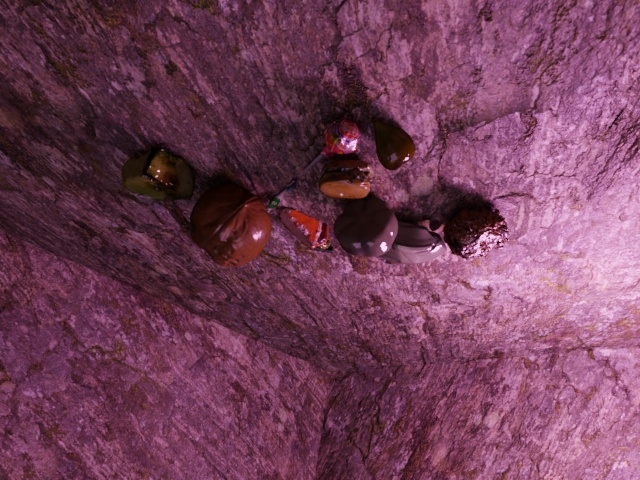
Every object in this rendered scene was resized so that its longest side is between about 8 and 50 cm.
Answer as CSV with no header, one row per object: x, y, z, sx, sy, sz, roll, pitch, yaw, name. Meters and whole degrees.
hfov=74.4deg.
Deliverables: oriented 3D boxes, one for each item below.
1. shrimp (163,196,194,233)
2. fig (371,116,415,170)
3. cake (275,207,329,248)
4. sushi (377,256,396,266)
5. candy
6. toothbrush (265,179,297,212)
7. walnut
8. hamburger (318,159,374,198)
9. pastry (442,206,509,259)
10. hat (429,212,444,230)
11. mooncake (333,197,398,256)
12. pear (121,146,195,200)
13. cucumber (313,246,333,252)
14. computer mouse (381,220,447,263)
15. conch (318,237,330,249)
-0.589,-0.103,1.751,0.190,0.042,0.101,52,153,-3,shrimp
0.227,-0.318,1.420,0.185,0.126,0.133,24,160,-27,fig
-0.092,-0.059,1.969,0.288,0.135,0.098,27,161,-10,cake
0.361,0.076,2.097,0.231,0.047,0.220,33,143,-32,sushi
0.019,-0.320,1.524,0.124,0.124,0.365,23,155,-20,candy
-0.210,-0.170,1.893,0.042,0.040,0.418,24,151,-24,toothbrush
-0.389,-0.069,1.844,0.354,0.307,0.398,42,144,-10,walnut
0.088,-0.234,1.576,0.216,0.122,0.189,-1,170,20,hamburger
0.631,-0.016,1.719,0.275,0.192,0.274,8,147,5,pastry
0.495,-0.083,1.810,0.058,0.042,0.086,9,115,6,hat
0.184,-0.058,1.733,0.275,0.274,0.135,-2,141,21,mooncake
-0.688,-0.264,1.773,0.256,0.163,0.238,-7,155,37,pear
-0.003,0.041,2.170,0.133,0.032,0.032,10,149,-1,cucumber
0.340,0.021,1.879,0.430,0.145,0.228,13,159,13,computer mouse
0.000,0.000,2.088,0.121,0.074,0.089,14,127,34,conch
